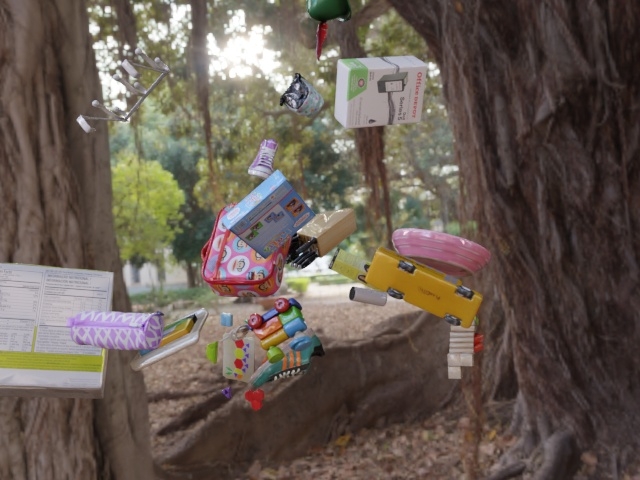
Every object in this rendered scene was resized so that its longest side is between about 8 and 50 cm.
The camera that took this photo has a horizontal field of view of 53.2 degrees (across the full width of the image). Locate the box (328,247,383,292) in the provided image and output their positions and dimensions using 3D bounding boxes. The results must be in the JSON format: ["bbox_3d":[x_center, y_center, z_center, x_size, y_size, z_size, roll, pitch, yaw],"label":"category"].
[{"bbox_3d":[0.151,0.114,2.457,0.232,0.058,0.087,23,32,2],"label":"box"}]

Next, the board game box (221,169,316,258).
[{"bbox_3d":[-0.108,-0.051,1.409,0.160,0.039,0.211,-41,-26,0],"label":"board game box"}]

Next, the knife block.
[{"bbox_3d":[0.000,0.000,2.200,0.275,0.088,0.242,-11,31,0],"label":"knife block"}]

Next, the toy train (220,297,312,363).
[{"bbox_3d":[-0.147,0.275,1.746,0.248,0.143,0.105,-31,-31,7],"label":"toy train"}]

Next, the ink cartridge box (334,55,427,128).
[{"bbox_3d":[0.195,-0.484,2.075,0.272,0.199,0.115,-8,33,-17],"label":"ink cartridge box"}]

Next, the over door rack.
[{"bbox_3d":[-0.605,-0.463,1.944,0.239,0.108,0.324,-45,8,15],"label":"over door rack"}]

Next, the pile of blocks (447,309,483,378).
[{"bbox_3d":[0.526,0.343,2.267,0.112,0.362,0.149,-3,-43,21],"label":"pile of blocks"}]

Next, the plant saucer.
[{"bbox_3d":[0.395,0.049,2.130,0.331,0.084,0.332,14,-11,3],"label":"plant saucer"}]

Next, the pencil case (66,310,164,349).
[{"bbox_3d":[-0.452,0.199,1.423,0.205,0.087,0.088,-2,-16,16],"label":"pencil case"}]

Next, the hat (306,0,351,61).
[{"bbox_3d":[-0.028,-0.648,1.834,0.183,0.173,0.208,-43,31,-8],"label":"hat"}]

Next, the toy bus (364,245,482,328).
[{"bbox_3d":[0.301,0.134,1.868,0.332,0.108,0.130,24,13,11],"label":"toy bus"}]

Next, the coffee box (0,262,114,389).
[{"bbox_3d":[-0.788,0.273,1.848,0.337,0.335,0.337,6,-20,-17],"label":"coffee box"}]

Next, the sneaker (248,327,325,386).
[{"bbox_3d":[-0.106,0.427,2.201,0.302,0.121,0.108,-34,-7,-32],"label":"sneaker"}]

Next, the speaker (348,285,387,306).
[{"bbox_3d":[0.173,0.204,2.336,0.136,0.055,0.055,12,-9,-23],"label":"speaker"}]

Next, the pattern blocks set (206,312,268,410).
[{"bbox_3d":[-0.296,0.434,2.340,0.285,0.325,0.026,18,15,24],"label":"pattern blocks set"}]

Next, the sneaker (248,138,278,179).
[{"bbox_3d":[-0.227,-0.337,2.609,0.102,0.161,0.282,19,12,-14],"label":"sneaker"}]

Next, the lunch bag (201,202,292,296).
[{"bbox_3d":[-0.227,0.024,1.876,0.258,0.293,0.120,-2,-35,17],"label":"lunch bag"}]

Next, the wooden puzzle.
[{"bbox_3d":[-0.451,0.286,1.915,0.220,0.044,0.239,-25,14,2],"label":"wooden puzzle"}]

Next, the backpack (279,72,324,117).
[{"bbox_3d":[-0.069,-0.568,2.544,0.115,0.152,0.182,19,19,-34],"label":"backpack"}]
